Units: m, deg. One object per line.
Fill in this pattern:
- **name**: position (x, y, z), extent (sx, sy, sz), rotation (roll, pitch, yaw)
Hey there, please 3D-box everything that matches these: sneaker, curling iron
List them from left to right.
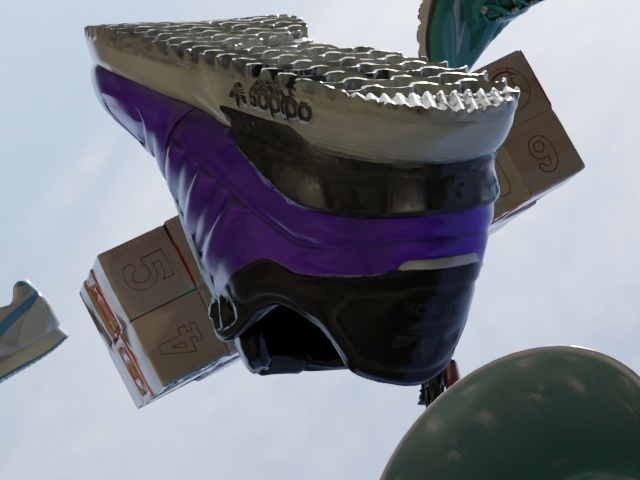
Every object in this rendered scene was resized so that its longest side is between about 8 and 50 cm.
- **sneaker**: position (-0.396, 0.129, 1.635), extent (0.092, 0.228, 0.087), rotation (59, -19, 0)
- **sneaker**: position (-0.028, -0.016, 0.645), extent (0.293, 0.102, 0.146), rotation (28, -58, 59)
- **curling iron**: position (0.152, 0.224, 1.653), extent (0.274, 0.035, 0.068), rotation (-103, -151, -57)
- **sneaker**: position (0.196, -0.273, 1.506), extent (0.110, 0.107, 0.275), rotation (30, -99, 41)

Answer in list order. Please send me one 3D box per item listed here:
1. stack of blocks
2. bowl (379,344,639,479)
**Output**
- **stack of blocks**: position (0.000, 0.000, 0.949), extent (0.087, 0.297, 0.171), rotation (62, -18, 5)
- **bowl**: position (0.206, 0.262, 1.285), extent (0.311, 0.163, 0.311), rotation (-27, -137, 28)
